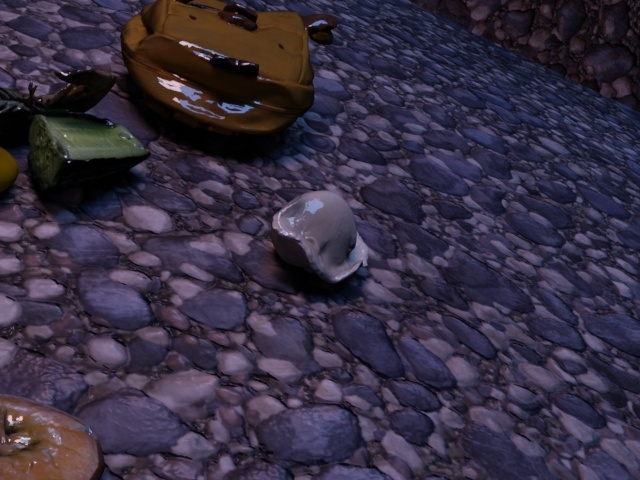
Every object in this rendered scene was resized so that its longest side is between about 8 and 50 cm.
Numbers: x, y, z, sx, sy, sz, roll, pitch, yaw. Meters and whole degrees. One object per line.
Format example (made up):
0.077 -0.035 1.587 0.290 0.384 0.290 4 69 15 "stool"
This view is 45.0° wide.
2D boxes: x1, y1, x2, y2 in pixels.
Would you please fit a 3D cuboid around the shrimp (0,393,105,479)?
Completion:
-0.288 0.169 0.582 0.251 0.052 0.143 6 23 -43 "shrimp"

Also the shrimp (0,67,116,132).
-0.370 -0.180 0.949 0.058 0.169 0.296 67 23 2 "shrimp"

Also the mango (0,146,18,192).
-0.416 -0.085 0.870 0.103 0.076 0.161 36 22 34 "mango"

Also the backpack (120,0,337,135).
-0.154 -0.305 1.294 0.353 0.201 0.378 10 29 -17 "backpack"

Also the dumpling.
0.000 0.000 1.019 0.127 0.108 0.188 61 24 10 "dumpling"

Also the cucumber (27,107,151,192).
-0.305 -0.109 0.985 0.115 0.086 0.193 33 24 13 "cucumber"
